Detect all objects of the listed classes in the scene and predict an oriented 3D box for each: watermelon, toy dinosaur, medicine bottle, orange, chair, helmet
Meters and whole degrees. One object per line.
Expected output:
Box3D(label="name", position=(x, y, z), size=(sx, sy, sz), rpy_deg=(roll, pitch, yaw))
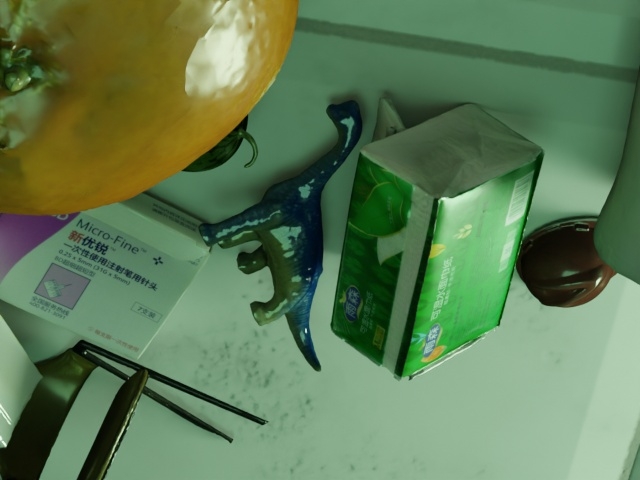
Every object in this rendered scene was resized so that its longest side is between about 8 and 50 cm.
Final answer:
Box3D(label="watermelon", position=(-0.109, -0.109, 1.689), size=(0.109, 0.109, 0.109), rpy_deg=(2, 126, 3))
Box3D(label="toy dinosaur", position=(0.000, 0.000, 1.783), size=(0.188, 0.075, 0.247), rpy_deg=(-22, 115, 15))
Box3D(label="medicine bottle", position=(-0.225, 0.009, 1.819), size=(0.201, 0.052, 0.171), rpy_deg=(27, 124, -16))
Box3D(label="orange", position=(-0.222, -0.218, 1.480), size=(0.424, 0.326, 0.424), rpy_deg=(3, 125, 4))
Box3D(label="chair", position=(-0.210, 0.205, 1.884), size=(0.247, 0.158, 0.172), rpy_deg=(28, 162, -12))
Box3D(label="helmet", position=(0.238, 0.030, 1.790), size=(0.111, 0.057, 0.089), rpy_deg=(-22, 119, 20))

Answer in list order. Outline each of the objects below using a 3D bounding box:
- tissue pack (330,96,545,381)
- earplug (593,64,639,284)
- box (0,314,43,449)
Box3D(label="tissue pack", position=(0.085, -0.012, 1.728), size=(0.156, 0.148, 0.209), rpy_deg=(35, 134, 29))
Box3D(label="earplug", position=(0.339, -0.120, 1.620), size=(0.172, 0.172, 0.301), rpy_deg=(5, 120, 1))
Box3D(label="box", position=(-0.433, 0.115, 1.846), size=(0.260, 0.111, 0.194), rpy_deg=(-7, 128, 29))
